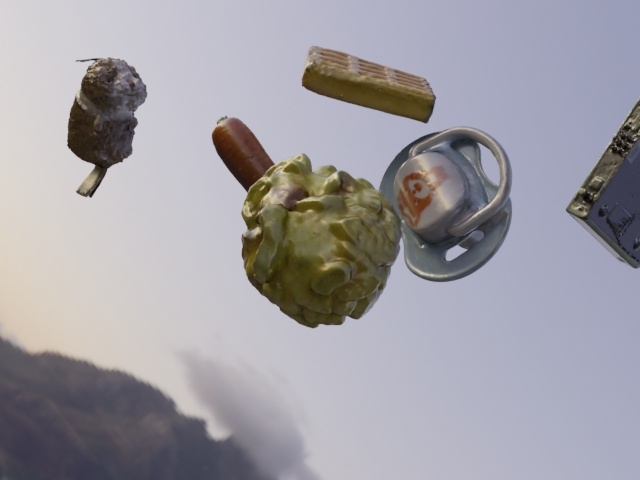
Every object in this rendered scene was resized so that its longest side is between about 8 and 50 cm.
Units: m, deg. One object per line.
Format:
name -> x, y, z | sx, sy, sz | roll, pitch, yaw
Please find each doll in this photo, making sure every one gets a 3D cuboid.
doll -> -0.328, -0.173, 1.922 | 0.115, 0.105, 0.221 | 26, -61, 28

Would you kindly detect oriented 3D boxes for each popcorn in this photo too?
popcorn -> -0.010, -0.003, 1.580 | 0.181, 0.217, 0.235 | -56, -143, 34

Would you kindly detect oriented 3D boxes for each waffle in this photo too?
waffle -> 0.078, -0.266, 2.137 | 0.221, 0.055, 0.248 | 15, 15, -3

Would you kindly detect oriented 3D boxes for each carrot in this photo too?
carrot -> -0.091, -0.096, 1.922 | 0.225, 0.067, 0.067 | 53, -15, 5

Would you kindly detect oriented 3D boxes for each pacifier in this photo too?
pacifier -> 0.226, -0.048, 2.031 | 0.207, 0.227, 0.279 | 42, 19, -50

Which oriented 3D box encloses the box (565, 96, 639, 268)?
box -> 0.479, -0.109, 1.817 | 0.045, 0.270, 0.211 | 32, -4, 46
